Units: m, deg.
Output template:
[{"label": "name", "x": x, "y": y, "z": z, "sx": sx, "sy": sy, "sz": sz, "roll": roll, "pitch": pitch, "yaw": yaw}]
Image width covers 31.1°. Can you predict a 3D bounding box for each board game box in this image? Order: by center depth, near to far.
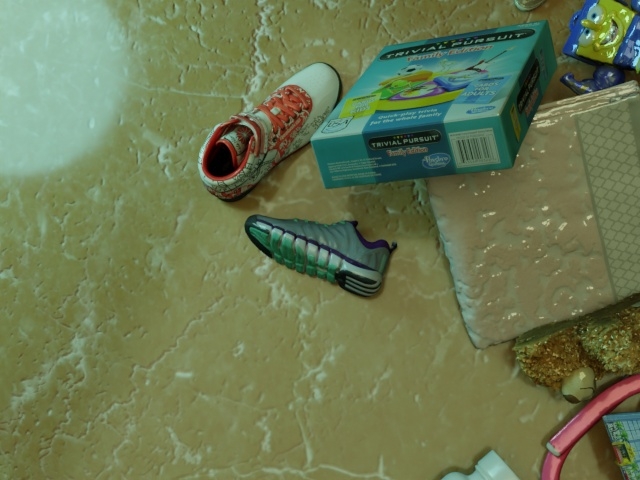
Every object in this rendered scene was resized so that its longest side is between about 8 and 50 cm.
[{"label": "board game box", "x": 0.499, "y": 0.293, "z": 1.510, "sx": 0.194, "sy": 0.060, "sz": 0.194, "roll": -27, "pitch": 73, "yaw": 32}, {"label": "board game box", "x": 0.164, "y": -0.191, "z": 1.565, "sx": 0.254, "sy": 0.336, "sz": 0.079, "roll": -5, "pitch": 118, "yaw": 25}]

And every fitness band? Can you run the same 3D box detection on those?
[{"label": "fitness band", "x": 0.444, "y": 0.312, "z": 1.611, "sx": 0.291, "sy": 0.054, "sz": 0.209, "roll": -44, "pitch": 68, "yaw": 7}]

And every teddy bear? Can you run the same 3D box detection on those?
[{"label": "teddy bear", "x": 0.439, "y": 0.136, "z": 1.572, "sx": 0.338, "sy": 0.245, "sz": 0.113, "roll": -21, "pitch": 92, "yaw": 0}]

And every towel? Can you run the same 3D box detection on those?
[{"label": "towel", "x": 0.326, "y": -0.028, "z": 1.612, "sx": 0.317, "sy": 0.053, "sz": 0.331, "roll": -16, "pitch": 114, "yaw": 4}]

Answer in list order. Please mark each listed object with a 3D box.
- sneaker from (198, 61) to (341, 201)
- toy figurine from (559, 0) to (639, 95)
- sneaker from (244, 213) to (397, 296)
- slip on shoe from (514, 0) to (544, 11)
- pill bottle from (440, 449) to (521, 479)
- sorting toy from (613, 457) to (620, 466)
[{"label": "sneaker", "x": -0.073, "y": -0.170, "z": 1.705, "sx": 0.270, "sy": 0.145, "sz": 0.090, "roll": -45, "pitch": 81, "yaw": -2}, {"label": "toy figurine", "x": 0.446, "y": -0.264, "z": 1.691, "sx": 0.217, "sy": 0.191, "sz": 0.362, "roll": 38, "pitch": 112, "yaw": 46}, {"label": "sneaker", "x": 0.000, "y": 0.000, "z": 1.724, "sx": 0.224, "sy": 0.083, "sz": 0.098, "roll": 25, "pitch": 63, "yaw": 6}, {"label": "slip on shoe", "x": 0.347, "y": -0.406, "z": 1.746, "sx": 0.135, "sy": 0.041, "sz": 0.051, "roll": -42, "pitch": 81, "yaw": -1}, {"label": "pill bottle", "x": 0.185, "y": 0.413, "z": 1.609, "sx": 0.246, "sy": 0.136, "sz": 0.136, "roll": -42, "pitch": 81, "yaw": -1}, {"label": "sorting toy", "x": 0.561, "y": 0.320, "z": 1.622, "sx": 0.275, "sy": 0.046, "sz": 0.132, "roll": 14, "pitch": 83, "yaw": 21}]
